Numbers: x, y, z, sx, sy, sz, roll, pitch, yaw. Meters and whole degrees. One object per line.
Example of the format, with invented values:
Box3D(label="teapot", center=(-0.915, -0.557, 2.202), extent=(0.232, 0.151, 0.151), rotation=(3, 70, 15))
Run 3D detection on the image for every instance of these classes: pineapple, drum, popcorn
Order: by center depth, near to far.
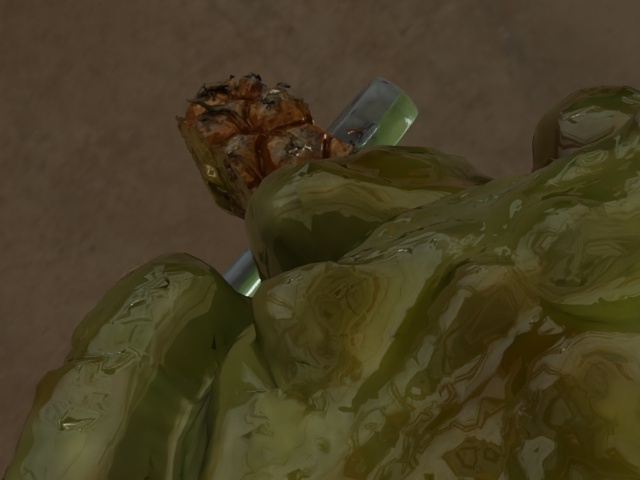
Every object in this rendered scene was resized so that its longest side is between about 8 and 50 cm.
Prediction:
Box3D(label="popcorn", center=(0.069, 0.112, 0.443), extent=(0.279, 0.274, 0.335), rotation=(-10, 41, -7))
Box3D(label="pineapple", center=(0.001, -0.001, 1.101), extent=(0.079, 0.135, 0.233), rotation=(-39, 103, -22))
Box3D(label="drum", center=(-0.015, -0.031, 1.511), extent=(0.049, 0.253, 0.130), rotation=(40, 12, -5))

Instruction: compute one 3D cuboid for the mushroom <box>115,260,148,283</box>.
Box3D(label="mushroom", center=(-0.168, 0.062, 1.788), extent=(0.067, 0.083, 0.083), rotation=(1, 63, 6))
